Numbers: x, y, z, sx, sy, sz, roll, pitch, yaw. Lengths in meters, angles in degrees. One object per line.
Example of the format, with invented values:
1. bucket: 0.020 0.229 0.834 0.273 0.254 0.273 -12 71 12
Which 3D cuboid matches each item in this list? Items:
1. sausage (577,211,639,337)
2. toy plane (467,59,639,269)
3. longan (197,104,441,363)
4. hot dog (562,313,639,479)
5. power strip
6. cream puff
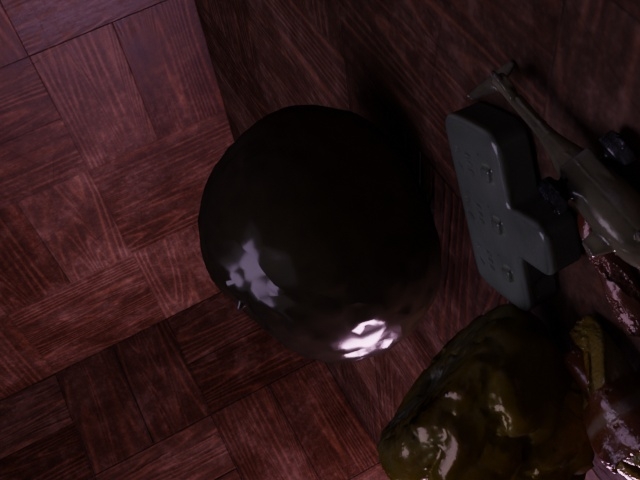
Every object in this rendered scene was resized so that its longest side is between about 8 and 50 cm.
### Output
1. sausage: 0.313 0.029 0.863 0.158 0.042 0.036 66 -153 -1
2. toy plane: 0.248 -0.081 0.812 0.286 0.092 0.108 56 -168 26
3. longan: -0.005 -0.003 1.346 0.404 0.404 0.436 137 110 -78
4. hot dog: 0.354 0.214 0.931 0.261 0.093 0.123 57 166 32
5. power strip: 0.240 -0.028 0.998 0.193 0.059 0.265 46 158 58
6. cream puff: 0.248 0.258 1.100 0.257 0.291 0.324 38 147 1
